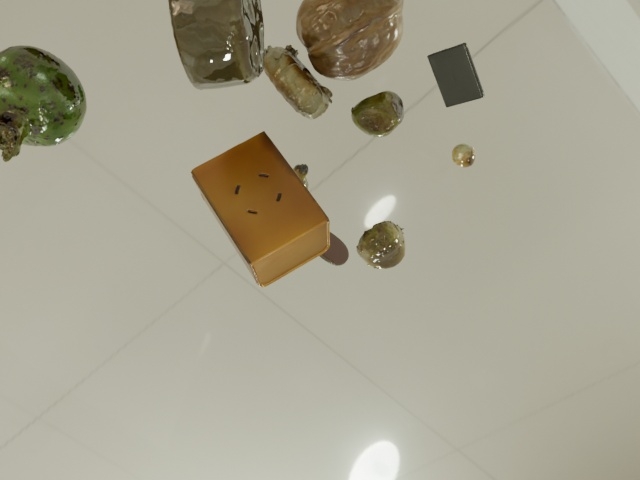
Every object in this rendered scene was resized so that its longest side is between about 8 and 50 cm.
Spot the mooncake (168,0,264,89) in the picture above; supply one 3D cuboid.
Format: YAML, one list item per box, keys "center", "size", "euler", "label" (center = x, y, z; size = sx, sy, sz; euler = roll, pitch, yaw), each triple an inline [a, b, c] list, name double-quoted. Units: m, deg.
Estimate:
- center: [-0.199, -0.450, 1.286]
  size: [0.155, 0.285, 0.284]
  euler: [-2, -148, 4]
  label: "mooncake"

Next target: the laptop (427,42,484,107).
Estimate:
- center: [0.414, -0.502, 1.938]
  size: [0.129, 0.180, 0.016]
  euler: [-10, -150, 33]
  label: "laptop"

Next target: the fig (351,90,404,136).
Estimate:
- center: [0.181, -0.396, 1.997]
  size: [0.165, 0.144, 0.154]
  euler: [-13, -137, -6]
  label: "fig"

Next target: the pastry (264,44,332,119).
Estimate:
- center: [-0.071, -0.496, 1.980]
  size: [0.120, 0.257, 0.236]
  euler: [-40, -127, 13]
  label: "pastry"

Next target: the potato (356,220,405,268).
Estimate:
- center: [0.201, 0.027, 1.947]
  size: [0.164, 0.200, 0.081]
  euler: [-33, -122, 5]
  label: "potato"

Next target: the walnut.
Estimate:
- center: [0.102, -0.668, 1.970]
  size: [0.343, 0.306, 0.306]
  euler: [-23, -154, 11]
  label: "walnut"

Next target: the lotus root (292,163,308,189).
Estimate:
- center: [-0.104, -0.153, 1.903]
  size: [0.214, 0.138, 0.138]
  euler: [-53, -168, 46]
  label: "lotus root"

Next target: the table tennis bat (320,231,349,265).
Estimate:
- center: [0.000, 0.000, 2.211]
  size: [0.022, 0.234, 0.131]
  euler: [-50, -175, 42]
  label: "table tennis bat"

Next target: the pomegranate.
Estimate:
- center: [-0.593, -0.272, 1.286]
  size: [0.211, 0.211, 0.263]
  euler: [-32, -146, 37]
  label: "pomegranate"

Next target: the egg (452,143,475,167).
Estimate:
- center: [0.441, -0.259, 1.950]
  size: [0.071, 0.083, 0.071]
  euler: [-9, -116, 19]
  label: "egg"

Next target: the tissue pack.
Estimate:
- center: [-0.130, -0.065, 1.390]
  size: [0.194, 0.275, 0.145]
  euler: [-29, 154, -13]
  label: "tissue pack"
